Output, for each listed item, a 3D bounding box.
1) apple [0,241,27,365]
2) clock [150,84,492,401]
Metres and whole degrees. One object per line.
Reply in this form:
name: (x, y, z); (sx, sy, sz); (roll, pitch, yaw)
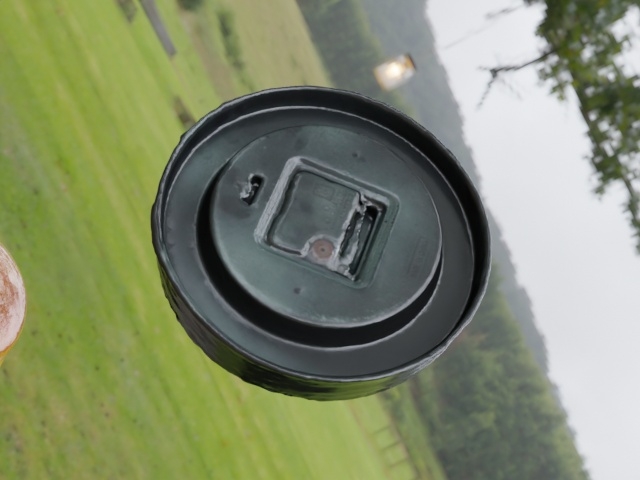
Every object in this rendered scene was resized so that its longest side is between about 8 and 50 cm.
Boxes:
apple: (-0.330, 0.072, 0.917); (0.164, 0.209, 0.209); (32, 2, 4)
clock: (0.000, 0.000, 0.633); (0.040, 0.184, 0.184); (111, -41, -57)
